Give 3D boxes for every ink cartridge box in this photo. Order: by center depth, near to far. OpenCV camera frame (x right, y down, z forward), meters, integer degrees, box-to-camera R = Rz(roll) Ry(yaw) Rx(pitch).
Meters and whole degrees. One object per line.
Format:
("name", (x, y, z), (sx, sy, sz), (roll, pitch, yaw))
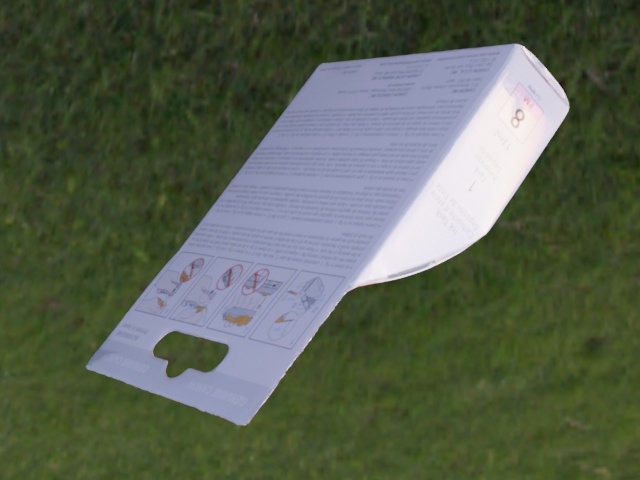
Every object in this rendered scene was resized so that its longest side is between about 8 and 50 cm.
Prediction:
("ink cartridge box", (0.000, 0.000, 0.722), (0.066, 0.232, 0.189), (41, 162, -28))
